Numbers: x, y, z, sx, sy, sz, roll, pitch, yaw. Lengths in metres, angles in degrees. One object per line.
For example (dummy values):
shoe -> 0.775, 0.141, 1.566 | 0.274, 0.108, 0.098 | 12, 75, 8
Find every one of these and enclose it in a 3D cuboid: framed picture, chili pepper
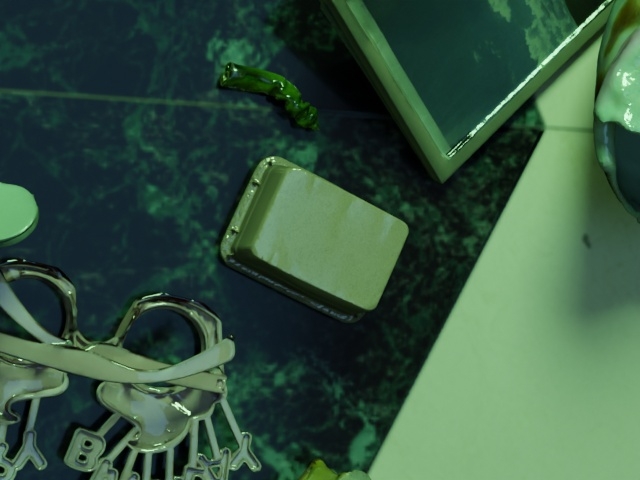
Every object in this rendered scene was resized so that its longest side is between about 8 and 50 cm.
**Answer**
framed picture -> 0.132, -0.192, 1.248 | 0.260, 0.023, 0.189 | -43, 126, -13
chili pepper -> -0.033, -0.107, 1.231 | 0.083, 0.022, 0.027 | 27, 49, -15

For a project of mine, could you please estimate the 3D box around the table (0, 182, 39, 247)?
table -> -0.298, -0.012, 1.086 | 0.198, 0.166, 0.166 | -34, 100, -22

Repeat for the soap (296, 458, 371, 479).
soap -> -0.016, 0.284, 1.208 | 0.135, 0.076, 0.233 | 44, 78, -12

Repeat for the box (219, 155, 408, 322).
box -> 0.000, 0.000, 1.218 | 0.122, 0.062, 0.089 | 27, 83, -16

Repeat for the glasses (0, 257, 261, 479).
glasses -> -0.153, 0.112, 1.159 | 0.255, 0.095, 0.162 | 15, 94, -14

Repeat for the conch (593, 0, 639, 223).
conch -> 0.350, -0.146, 1.259 | 0.368, 0.197, 0.249 | -1, 126, -17
